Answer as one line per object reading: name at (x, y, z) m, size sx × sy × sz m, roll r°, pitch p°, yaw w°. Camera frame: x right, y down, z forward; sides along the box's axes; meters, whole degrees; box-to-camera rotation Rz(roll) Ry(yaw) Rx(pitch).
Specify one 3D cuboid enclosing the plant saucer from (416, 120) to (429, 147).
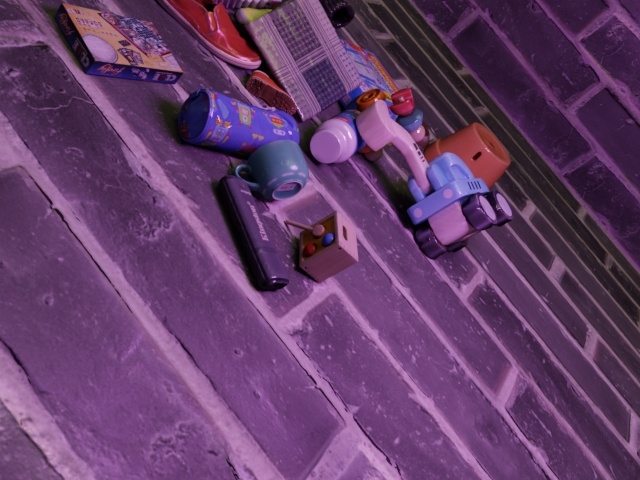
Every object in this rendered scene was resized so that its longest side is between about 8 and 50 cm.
plant saucer at (0.350, -0.439, 2.408) m, size 0.198 × 0.036 × 0.199 m, roll 31°, pitch 35°, yaw -25°

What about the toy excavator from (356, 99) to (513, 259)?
toy excavator at (0.313, -0.187, 1.870) m, size 0.433 × 0.222 × 0.445 m, roll -10°, pitch 69°, yaw -56°

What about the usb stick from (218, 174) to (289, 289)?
usb stick at (-0.141, -0.019, 1.333) m, size 0.077 × 0.045 × 0.278 m, roll 5°, pitch 51°, yaw -48°

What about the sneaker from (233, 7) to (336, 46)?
sneaker at (-0.109, -0.664, 1.980) m, size 0.384 × 0.147 × 0.145 m, roll -3°, pitch 59°, yaw -52°

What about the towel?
towel at (-0.046, -0.541, 1.872) m, size 0.312 × 0.056 × 0.324 m, roll -41°, pitch 107°, yaw -36°

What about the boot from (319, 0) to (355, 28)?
boot at (0.060, -0.969, 2.529) m, size 0.260 × 0.131 × 0.348 m, roll 48°, pitch 41°, yaw 12°

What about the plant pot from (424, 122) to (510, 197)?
plant pot at (0.554, -0.293, 2.342) m, size 0.291 × 0.203 × 0.291 m, roll 33°, pitch 34°, yaw -25°

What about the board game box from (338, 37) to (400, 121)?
board game box at (0.140, -0.559, 2.215) m, size 0.302 × 0.086 × 0.308 m, roll 3°, pitch 50°, yaw -49°

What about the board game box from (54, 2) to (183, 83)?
board game box at (-0.441, -0.431, 1.415) m, size 0.243 × 0.042 × 0.165 m, roll -10°, pitch 64°, yaw -54°

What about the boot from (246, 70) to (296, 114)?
boot at (-0.130, -0.414, 1.770) m, size 0.158 × 0.059 × 0.085 m, roll 34°, pitch 29°, yaw -21°

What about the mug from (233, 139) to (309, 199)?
mug at (-0.104, -0.146, 1.461) m, size 0.097 × 0.157 × 0.129 m, roll 67°, pitch 11°, yaw 23°

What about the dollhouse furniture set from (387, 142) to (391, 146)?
dollhouse furniture set at (0.222, -0.375, 2.157) m, size 0.151 × 0.058 × 0.076 m, roll 28°, pitch 36°, yaw -30°

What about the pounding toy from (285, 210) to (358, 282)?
pounding toy at (0.000, 0.000, 1.426) m, size 0.100 × 0.130 × 0.141 m, roll 42°, pitch 30°, yaw -34°

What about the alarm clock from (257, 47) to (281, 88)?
alarm clock at (-0.112, -0.515, 1.900) m, size 0.192 × 0.064 × 0.129 m, roll 39°, pitch 33°, yaw -10°

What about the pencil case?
pencil case at (-0.182, -0.267, 1.479) m, size 0.306 × 0.119 × 0.133 m, roll 4°, pitch 77°, yaw -50°

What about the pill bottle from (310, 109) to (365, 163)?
pill bottle at (0.055, -0.288, 1.793) m, size 0.124 × 0.124 × 0.221 m, roll 48°, pitch 31°, yaw -2°

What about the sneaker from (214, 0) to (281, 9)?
sneaker at (-0.233, -0.755, 1.903) m, size 0.236 × 0.095 × 0.105 m, roll -5°, pitch 90°, yaw -25°

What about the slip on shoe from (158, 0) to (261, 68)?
slip on shoe at (-0.287, -0.589, 1.722) m, size 0.331 × 0.101 × 0.123 m, roll 39°, pitch 31°, yaw -17°

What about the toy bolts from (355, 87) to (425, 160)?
toy bolts at (0.211, -0.363, 1.963) m, size 0.158 × 0.228 × 0.218 m, roll 59°, pitch 32°, yaw -31°
